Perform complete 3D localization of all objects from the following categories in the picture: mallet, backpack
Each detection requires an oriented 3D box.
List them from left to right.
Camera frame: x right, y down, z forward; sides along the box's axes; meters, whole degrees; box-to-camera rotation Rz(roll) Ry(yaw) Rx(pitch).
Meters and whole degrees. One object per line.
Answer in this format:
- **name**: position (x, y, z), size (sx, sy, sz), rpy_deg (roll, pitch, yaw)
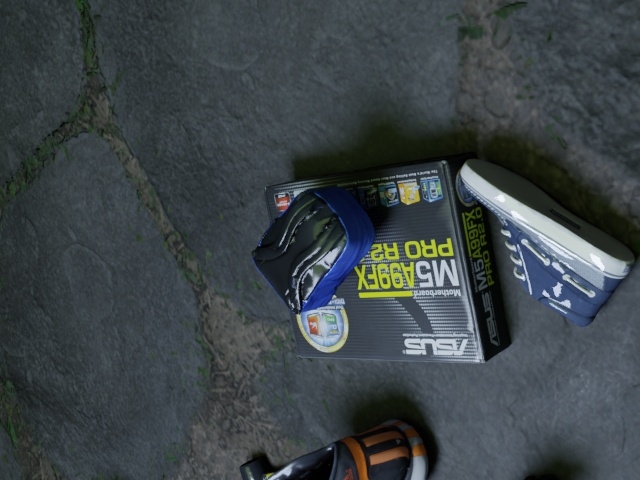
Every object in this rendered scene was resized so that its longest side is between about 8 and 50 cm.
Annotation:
- **mallet**: position (-0.033, 0.323, 1.192), size (0.190, 0.039, 0.062), rpy_deg (-16, 92, 39)
- **backpack**: position (0.000, 0.000, 0.934), size (0.098, 0.101, 0.120), rpy_deg (47, 125, 19)

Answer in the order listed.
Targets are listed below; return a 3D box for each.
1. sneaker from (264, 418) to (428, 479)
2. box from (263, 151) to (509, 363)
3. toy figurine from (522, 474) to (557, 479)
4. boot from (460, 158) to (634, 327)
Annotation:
- **sneaker**: position (-0.010, 0.346, 1.062), size (0.124, 0.180, 0.321), rpy_deg (47, 127, 42)
- **box**: position (0.067, 0.025, 0.993), size (0.270, 0.060, 0.216), rpy_deg (-4, 99, 43)
- **toy figurine**: position (0.231, 0.373, 0.890), size (0.209, 0.148, 0.213), rpy_deg (31, 121, 32)
- **boot**: position (0.202, 0.001, 0.857), size (0.190, 0.069, 0.086), rpy_deg (39, 122, 25)
